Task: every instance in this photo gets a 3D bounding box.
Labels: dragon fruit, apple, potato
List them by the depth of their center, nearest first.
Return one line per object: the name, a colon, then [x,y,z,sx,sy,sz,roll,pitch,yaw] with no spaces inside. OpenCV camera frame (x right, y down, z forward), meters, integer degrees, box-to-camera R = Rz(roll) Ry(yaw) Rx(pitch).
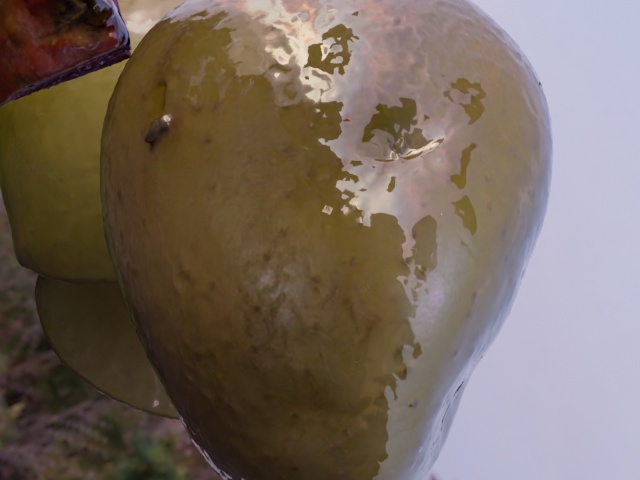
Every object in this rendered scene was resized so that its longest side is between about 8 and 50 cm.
potato: [0.000,0.000,0.557,0.157,0.157,0.194,82,8,-75]
dragon fruit: [-0.139,-0.107,0.707,0.147,0.096,0.102,120,-48,-84]
apple: [-0.068,-0.031,1.026,0.292,0.254,0.292,164,-90,-83]
